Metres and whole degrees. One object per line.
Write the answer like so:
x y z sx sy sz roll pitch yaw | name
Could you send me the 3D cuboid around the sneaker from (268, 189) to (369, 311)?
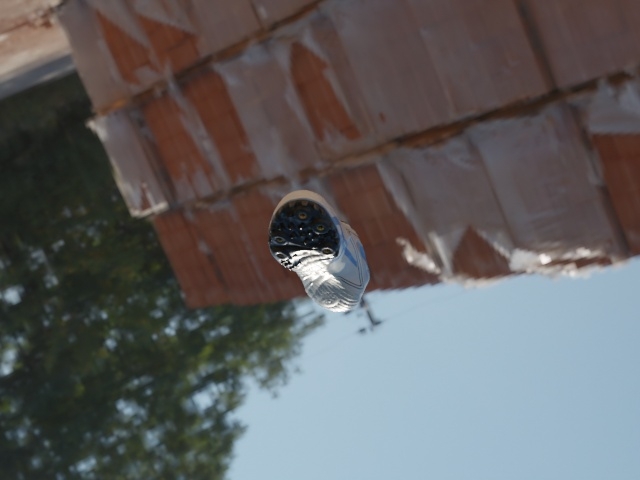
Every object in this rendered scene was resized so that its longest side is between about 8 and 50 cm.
0.000 0.000 1.281 0.085 0.086 0.237 1 155 14 | sneaker
